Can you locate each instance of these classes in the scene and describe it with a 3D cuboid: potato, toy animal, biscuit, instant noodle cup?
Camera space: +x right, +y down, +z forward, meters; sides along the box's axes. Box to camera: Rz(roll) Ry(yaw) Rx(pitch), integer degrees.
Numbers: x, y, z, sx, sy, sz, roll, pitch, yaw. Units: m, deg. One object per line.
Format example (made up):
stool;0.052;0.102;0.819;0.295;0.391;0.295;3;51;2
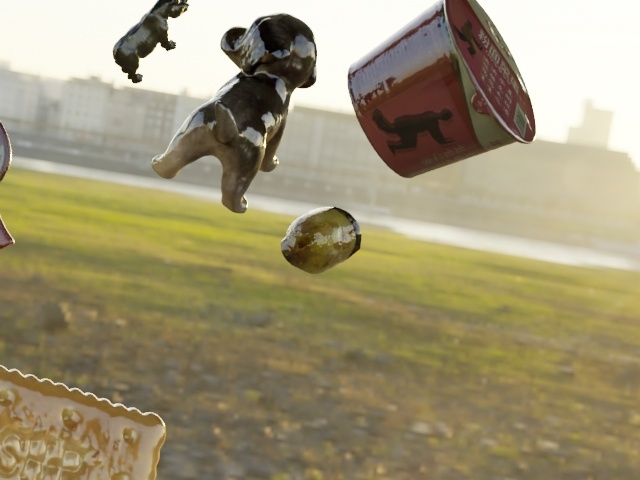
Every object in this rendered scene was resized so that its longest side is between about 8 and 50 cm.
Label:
potato;0.000;0.000;1.988;0.096;0.066;0.103;46;43;3
toy animal;-0.086;-0.143;1.480;0.121;0.168;0.233;29;42;0
toy animal;-0.205;-0.262;1.688;0.047;0.135;0.065;40;-7;24
biscuit;-0.251;0.193;1.156;0.250;0.160;0.030;24;-22;-31
instant noodle cup;0.156;-0.200;1.824;0.179;0.234;0.235;-25;-14;24

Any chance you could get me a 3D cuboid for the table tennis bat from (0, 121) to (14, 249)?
table tennis bat;-0.333;-0.062;1.298;0.098;0.154;0.019;-25;0;-19
